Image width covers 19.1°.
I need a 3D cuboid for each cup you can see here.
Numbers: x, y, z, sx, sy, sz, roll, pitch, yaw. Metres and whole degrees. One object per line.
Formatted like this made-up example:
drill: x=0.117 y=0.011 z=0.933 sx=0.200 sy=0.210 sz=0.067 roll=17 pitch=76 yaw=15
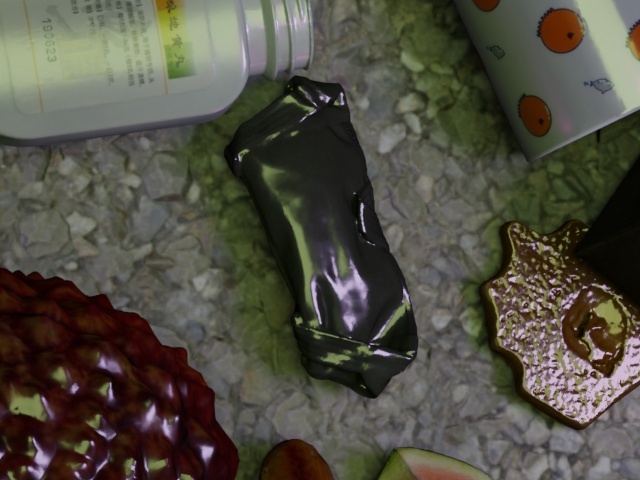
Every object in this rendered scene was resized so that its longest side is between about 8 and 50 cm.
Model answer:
cup: x=0.228 y=-0.262 z=1.849 sx=0.212 sy=0.212 sz=0.317 roll=-26 pitch=90 yaw=-11

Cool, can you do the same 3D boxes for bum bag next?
bum bag: x=0.000 y=0.000 z=1.858 sx=0.142 sy=0.079 sz=0.326 roll=-15 pitch=85 yaw=-19

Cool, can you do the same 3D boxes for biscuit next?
biscuit: x=0.248 y=0.070 z=1.916 sx=0.182 sy=0.034 sz=0.215 roll=-35 pitch=90 yaw=-14

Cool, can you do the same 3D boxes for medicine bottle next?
medicine bottle: x=-0.173 y=-0.196 z=1.816 sx=0.324 sy=0.124 sz=0.179 roll=-10 pitch=85 yaw=-9

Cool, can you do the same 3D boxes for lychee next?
lychee: x=-0.263 y=0.249 z=1.625 sx=0.424 sy=0.424 sz=0.500 roll=-38 pitch=67 yaw=-11

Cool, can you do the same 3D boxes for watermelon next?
watermelon: x=0.115 y=0.310 z=1.848 sx=0.193 sy=0.137 sz=0.145 roll=31 pitch=115 yaw=-6

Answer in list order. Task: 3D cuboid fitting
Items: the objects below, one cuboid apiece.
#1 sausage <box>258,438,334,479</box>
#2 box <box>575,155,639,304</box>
sausage: x=0.030 y=0.321 z=1.793 sx=0.103 sy=0.076 sz=0.302 roll=-44 pitch=67 yaw=8
box: x=0.400 y=-0.061 z=1.861 sx=0.143 sy=0.184 sz=0.273 roll=38 pitch=71 yaw=-6
